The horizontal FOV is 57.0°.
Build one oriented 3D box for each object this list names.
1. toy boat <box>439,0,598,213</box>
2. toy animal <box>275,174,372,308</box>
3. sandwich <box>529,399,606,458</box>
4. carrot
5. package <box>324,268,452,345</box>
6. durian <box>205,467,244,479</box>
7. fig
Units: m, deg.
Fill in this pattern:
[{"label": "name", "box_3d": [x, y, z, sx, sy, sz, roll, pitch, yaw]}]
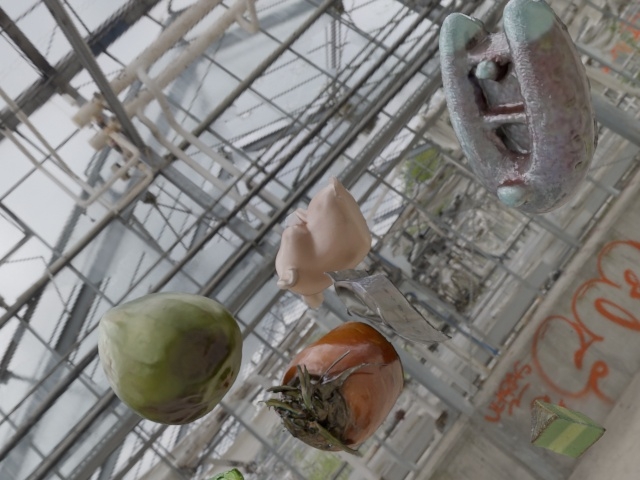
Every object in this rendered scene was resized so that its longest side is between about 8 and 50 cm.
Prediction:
[{"label": "toy boat", "box_3d": [0.192, -0.124, 0.603, 0.085, 0.155, 0.227, -39, -63, -26]}, {"label": "toy animal", "box_3d": [-0.004, 0.002, 1.408, 0.256, 0.213, 0.195, -40, -31, 9]}, {"label": "sandwich", "box_3d": [0.348, 0.244, 0.829, 0.116, 0.074, 0.074, 91, -163, -52]}, {"label": "carrot", "box_3d": [0.035, 0.272, 1.069, 0.214, 0.193, 0.331, -14, 3, 34]}, {"label": "package", "box_3d": [0.141, 0.142, 1.220, 0.062, 0.251, 0.204, -58, -24, 14]}, {"label": "durian", "box_3d": [-0.242, 0.618, 1.343, 0.101, 0.139, 0.250, -55, -10, 23]}, {"label": "fig", "box_3d": [-0.282, 0.199, 1.084, 0.239, 0.271, 0.239, -56, -14, -21]}]
